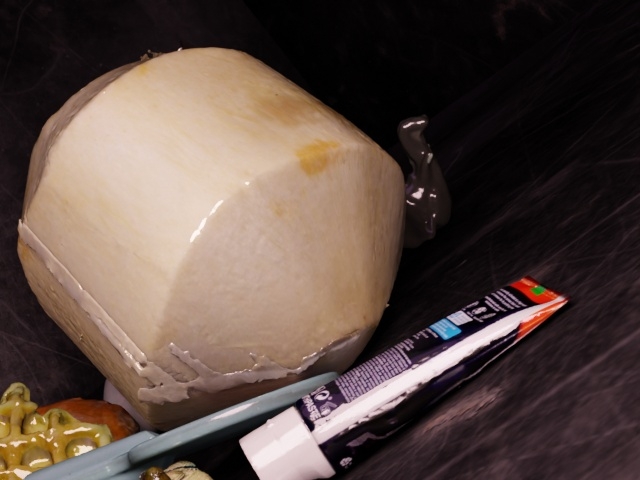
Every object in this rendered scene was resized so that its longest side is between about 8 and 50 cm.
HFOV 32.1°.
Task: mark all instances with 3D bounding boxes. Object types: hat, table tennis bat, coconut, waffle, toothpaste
[{"bbox_3d":[-0.101,0.174,0.712,0.076,0.059,0.077,-34,-2,-16],"label":"hat"},{"bbox_3d":[-0.097,0.142,0.777,0.244,0.040,0.153,-22,-10,6],"label":"table tennis bat"},{"bbox_3d":[-0.079,0.007,0.908,0.323,0.323,0.323,-38,4,3],"label":"coconut"},{"bbox_3d":[-0.246,0.207,0.825,0.223,0.204,0.054,-44,-27,-40],"label":"waffle"},{"bbox_3d":[0.048,0.077,0.612,0.193,0.045,0.071,-32,12,-5],"label":"toothpaste"}]

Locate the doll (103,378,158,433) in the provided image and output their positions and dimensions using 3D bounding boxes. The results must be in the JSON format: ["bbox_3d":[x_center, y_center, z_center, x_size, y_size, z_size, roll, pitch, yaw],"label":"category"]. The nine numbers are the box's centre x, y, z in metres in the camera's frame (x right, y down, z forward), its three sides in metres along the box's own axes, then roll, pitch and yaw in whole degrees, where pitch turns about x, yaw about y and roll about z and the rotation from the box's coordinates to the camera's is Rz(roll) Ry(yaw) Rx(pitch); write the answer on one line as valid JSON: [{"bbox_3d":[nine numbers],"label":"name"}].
[{"bbox_3d":[-0.157,0.149,1.184,0.110,0.106,0.181,-14,-7,-40],"label":"doll"}]

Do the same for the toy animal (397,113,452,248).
[{"bbox_3d":[0.040,-0.034,1.201,0.245,0.146,0.114,-38,10,27],"label":"toy animal"}]

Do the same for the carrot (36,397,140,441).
[{"bbox_3d":[-0.282,0.233,1.149,0.225,0.159,0.159,-27,6,13],"label":"carrot"}]
